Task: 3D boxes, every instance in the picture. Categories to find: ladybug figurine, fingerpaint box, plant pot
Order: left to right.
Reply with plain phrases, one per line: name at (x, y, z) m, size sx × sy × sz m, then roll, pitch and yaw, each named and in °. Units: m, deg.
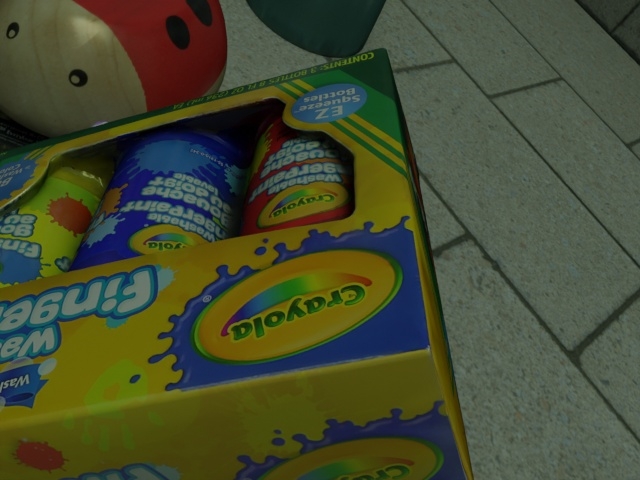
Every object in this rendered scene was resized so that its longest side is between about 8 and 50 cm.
ladybug figurine at (-0.281, -0.306, 0.920) m, size 0.305 × 0.162 × 0.449 m, roll 32°, pitch 40°, yaw -5°
fingerpaint box at (-0.132, 0.036, 0.532) m, size 0.444 × 0.163 × 0.371 m, roll -12°, pitch 39°, yaw 12°
plant pot at (0.021, -0.555, 1.276) m, size 0.293 × 0.235 × 0.293 m, roll 17°, pitch 49°, yaw -21°

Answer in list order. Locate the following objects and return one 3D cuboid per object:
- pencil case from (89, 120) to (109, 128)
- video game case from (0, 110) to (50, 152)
pencil case at (-0.207, -0.064, 0.774) m, size 0.206 × 0.086 × 0.088 m, roll 31°, pitch 15°, yaw 3°
video game case at (-0.389, -0.094, 0.795) m, size 0.190 × 0.022 × 0.173 m, roll 21°, pitch 47°, yaw -16°
